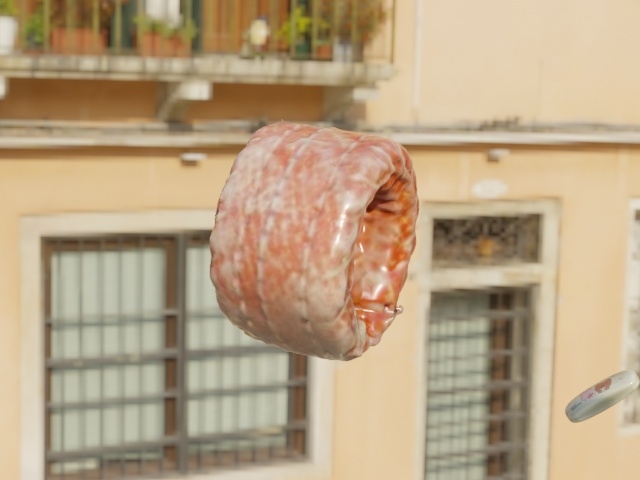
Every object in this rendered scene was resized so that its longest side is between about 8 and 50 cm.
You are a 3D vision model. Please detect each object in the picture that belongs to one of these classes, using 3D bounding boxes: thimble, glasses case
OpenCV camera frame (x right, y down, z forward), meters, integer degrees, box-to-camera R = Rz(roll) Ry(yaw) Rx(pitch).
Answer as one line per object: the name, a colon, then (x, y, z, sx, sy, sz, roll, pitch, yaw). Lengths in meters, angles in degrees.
thimble: (0.000, 0.000, 1.440, 0.162, 0.239, 0.239, 10, 10, 21)
glasses case: (0.289, 0.160, 1.437, 0.083, 0.021, 0.032, -33, 19, 12)
